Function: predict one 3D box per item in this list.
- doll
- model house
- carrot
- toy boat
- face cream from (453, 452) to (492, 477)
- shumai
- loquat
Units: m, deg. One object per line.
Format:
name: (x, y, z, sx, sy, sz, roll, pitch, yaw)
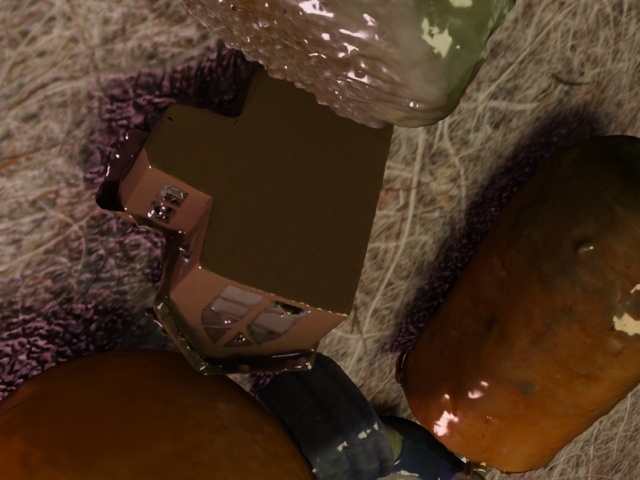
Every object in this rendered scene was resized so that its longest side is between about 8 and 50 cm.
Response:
doll: (0.048, 0.315, 1.374, 0.228, 0.154, 0.258, 27, 101, -23)
model house: (-0.082, 0.004, 0.895, 0.176, 0.181, 0.248, 22, 148, -15)
carrot: (0.250, 0.063, 1.239, 0.224, 0.224, 0.341, 0, 131, -48)
toy boat: (0.004, 0.164, 1.083, 0.078, 0.127, 0.283, -27, 178, -9)
face cream: (0.133, 0.315, 1.537, 0.269, 0.073, 0.107, -46, 153, 3)
shumai: (0.029, -0.195, 0.689, 0.225, 0.260, 0.222, 42, 88, -26)
loquat: (-0.147, 0.242, 0.909, 0.328, 0.328, 0.328, -29, 145, -23)
